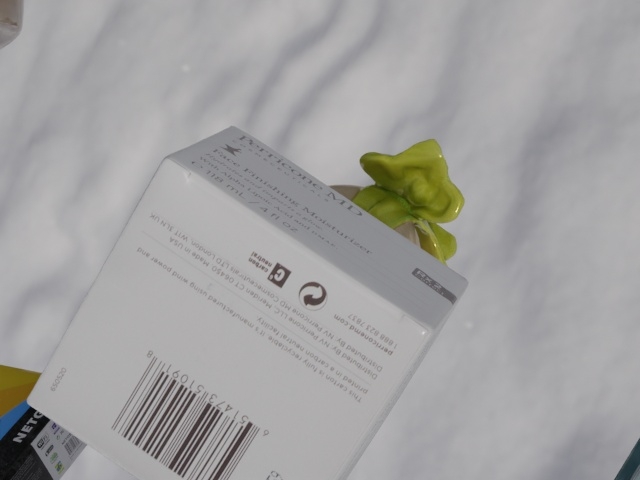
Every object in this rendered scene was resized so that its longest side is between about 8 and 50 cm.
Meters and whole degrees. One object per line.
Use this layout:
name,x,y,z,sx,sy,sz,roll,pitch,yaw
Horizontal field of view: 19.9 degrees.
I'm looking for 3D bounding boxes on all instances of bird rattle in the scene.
bird rattle,0.000,0.000,1.607,0.143,0.253,0.207,85,-174,-51

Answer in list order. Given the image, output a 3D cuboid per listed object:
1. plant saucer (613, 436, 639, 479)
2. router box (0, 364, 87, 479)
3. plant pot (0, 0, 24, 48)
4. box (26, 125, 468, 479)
plant saucer,0.131,0.021,0.486,0.317,0.044,0.317,-54,-12,-17
router box,-0.251,0.162,1.245,0.133,0.046,0.179,6,45,36
plant pot,-0.331,-0.258,1.263,0.323,0.323,0.280,-19,85,50
box,-0.041,0.059,1.073,0.182,0.181,0.119,-59,-6,18
